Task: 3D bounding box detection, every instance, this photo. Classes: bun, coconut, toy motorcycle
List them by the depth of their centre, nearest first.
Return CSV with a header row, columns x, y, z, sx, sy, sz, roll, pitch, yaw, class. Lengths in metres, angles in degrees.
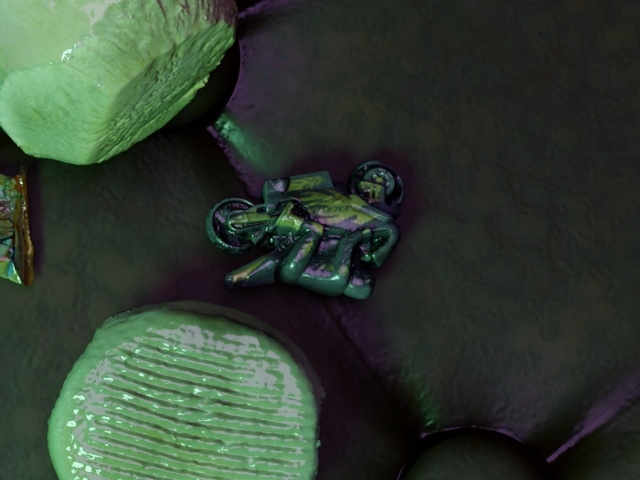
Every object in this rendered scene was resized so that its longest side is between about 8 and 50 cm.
x,y,z,sx,sy,sz,roll,pitch,yaw,class
-0.108,0.148,0.937,0.221,0.108,0.221,1,82,-9,bun
-0.211,-0.207,0.965,0.239,0.239,0.244,-40,85,-17,coconut
0.000,0.000,1.020,0.193,0.061,0.124,-16,70,-21,toy motorcycle

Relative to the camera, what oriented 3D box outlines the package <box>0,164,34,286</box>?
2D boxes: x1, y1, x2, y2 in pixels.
x,y,z,sx,sy,sz,roll,pitch,yaw,class
-0.304,-0.014,0.992,0.120,0.031,0.108,0,74,-8,package
